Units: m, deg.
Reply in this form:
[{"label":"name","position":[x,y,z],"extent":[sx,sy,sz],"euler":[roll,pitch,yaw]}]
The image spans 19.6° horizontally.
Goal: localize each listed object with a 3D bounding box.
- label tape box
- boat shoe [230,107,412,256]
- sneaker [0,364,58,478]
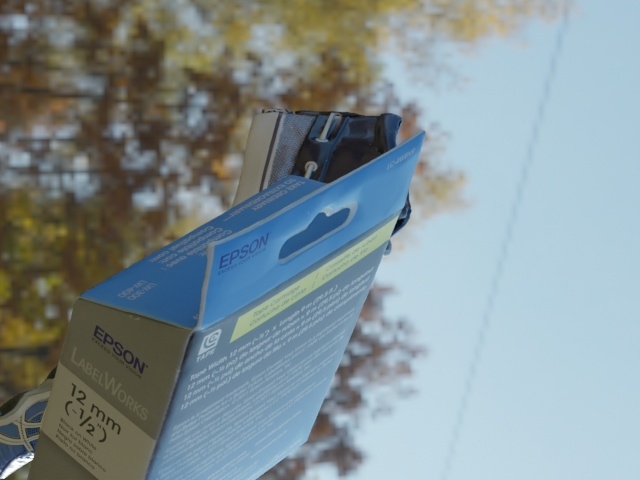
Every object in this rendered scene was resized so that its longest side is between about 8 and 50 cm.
[{"label":"label tape box","position":[-0.077,0.064,1.409],"extent":[0.115,0.249,0.348],"euler":[36,-49,21]},{"label":"boat shoe","position":[0.000,0.000,1.779],"extent":[0.127,0.158,0.341],"euler":[73,18,-49]},{"label":"sneaker","position":[-0.282,0.195,1.962],"extent":[0.211,0.080,0.081],"euler":[-40,-113,22]}]
